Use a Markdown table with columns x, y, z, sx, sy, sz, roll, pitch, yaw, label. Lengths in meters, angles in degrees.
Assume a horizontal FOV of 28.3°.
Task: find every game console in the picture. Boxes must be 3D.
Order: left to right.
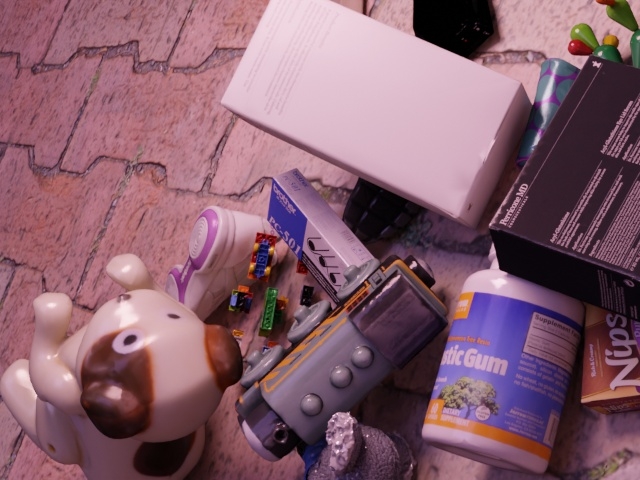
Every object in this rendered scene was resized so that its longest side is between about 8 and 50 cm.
| x | y | z | sx | sy | sz | roll | pitch | yaw | label |
| --- | --- | --- | --- | --- | --- | --- | --- | --- | --- |
| 0.256 | -0.410 | 1.825 | 0.361 | 0.044 | 0.213 | -41 | 42 | 40 | game console |

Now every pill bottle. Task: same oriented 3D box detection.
| x | y | z | sx | sy | sz | roll | pitch | yaw | label |
| --- | --- | --- | --- | --- | --- | --- | --- | --- | --- |
| 0.225 | 0.125 | 1.493 | 0.152 | 0.152 | 0.272 | 2 | 70 | 50 | pill bottle |

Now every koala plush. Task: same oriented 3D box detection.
| x | y | z | sx | sy | sz | roll | pitch | yaw | label |
| --- | --- | --- | --- | --- | --- | --- | --- | --- | --- |
| 0.041 | 0.330 | 1.571 | 0.203 | 0.196 | 0.221 | 3 | 70 | 38 | koala plush |

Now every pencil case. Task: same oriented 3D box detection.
| x | y | z | sx | sy | sz | roll | pitch | yaw | label |
| --- | --- | --- | --- | --- | --- | --- | --- | --- | --- |
| 0.300 | -0.157 | 1.644 | 0.064 | 0.070 | 0.152 | 15 | 76 | 9 | pencil case |

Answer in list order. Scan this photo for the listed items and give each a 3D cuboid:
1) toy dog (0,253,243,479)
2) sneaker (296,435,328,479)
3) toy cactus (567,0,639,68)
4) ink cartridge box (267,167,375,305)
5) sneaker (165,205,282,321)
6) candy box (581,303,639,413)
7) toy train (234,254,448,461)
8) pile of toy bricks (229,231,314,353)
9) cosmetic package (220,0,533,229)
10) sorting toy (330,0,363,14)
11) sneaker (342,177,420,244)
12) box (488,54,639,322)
| x | y | z | sx | sy | sz | roll | pitch | yaw | label |
| --- | --- | --- | --- | --- | --- | --- | --- | --- | --- |
| -0.274 | 0.220 | 1.815 | 0.396 | 0.284 | 0.408 | 69 | 155 | 16 | toy dog |
| -0.006 | 0.313 | 1.722 | 0.084 | 0.058 | 0.152 | 22 | 82 | 47 | sneaker |
| 0.393 | -0.220 | 1.545 | 0.219 | 0.112 | 0.181 | 11 | 86 | 32 | toy cactus |
| 0.000 | 0.000 | 1.825 | 0.207 | 0.046 | 0.097 | 50 | 149 | 30 | ink cartridge box |
| -0.155 | 0.061 | 2.013 | 0.305 | 0.152 | 0.114 | 125 | 140 | -49 | sneaker |
| 0.357 | 0.098 | 1.438 | 0.109 | 0.053 | 0.187 | -14 | 57 | 44 | candy box |
| 0.023 | 0.150 | 1.645 | 0.334 | 0.142 | 0.190 | -42 | 8 | 2 | toy train |
| -0.078 | 0.100 | 1.921 | 0.105 | 0.118 | 0.212 | 174 | 108 | -86 | pile of toy bricks |
| 0.078 | -0.180 | 1.698 | 0.365 | 0.155 | 0.197 | 28 | 91 | 16 | cosmetic package |
| -0.002 | -0.356 | 2.131 | 0.196 | 0.047 | 0.348 | -20 | 55 | 36 | sorting toy |
| 0.114 | -0.114 | 1.832 | 0.267 | 0.101 | 0.106 | -57 | 20 | 2 | sneaker |
| 0.332 | -0.063 | 1.417 | 0.184 | 0.103 | 0.261 | 23 | 66 | 26 | box |
